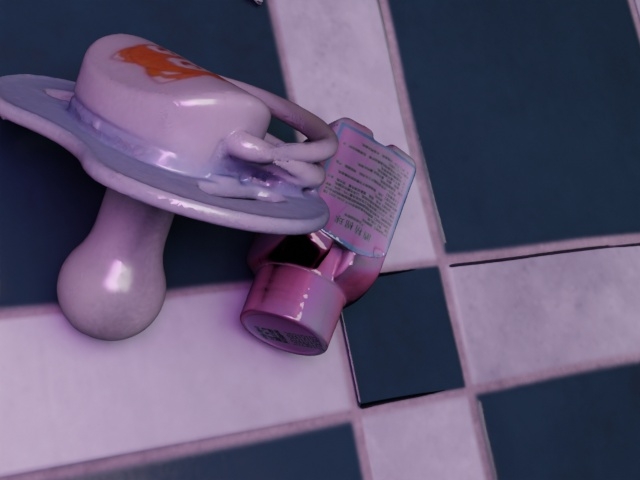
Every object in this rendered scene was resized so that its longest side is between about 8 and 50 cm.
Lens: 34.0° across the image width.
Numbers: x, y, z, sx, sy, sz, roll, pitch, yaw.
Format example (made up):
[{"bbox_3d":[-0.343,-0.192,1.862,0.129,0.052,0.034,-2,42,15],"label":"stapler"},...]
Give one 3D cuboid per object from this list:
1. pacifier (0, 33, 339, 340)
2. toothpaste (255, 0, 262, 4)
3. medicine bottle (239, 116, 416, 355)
[{"bbox_3d":[-0.132,-0.028,0.824,0.244,0.299,0.233,9,109,-51],"label":"pacifier"},{"bbox_3d":[-0.137,-0.291,0.983,0.205,0.036,0.056,23,66,-24],"label":"toothpaste"},{"bbox_3d":[0.000,0.000,0.912,0.094,0.119,0.188,30,63,-18],"label":"medicine bottle"}]
